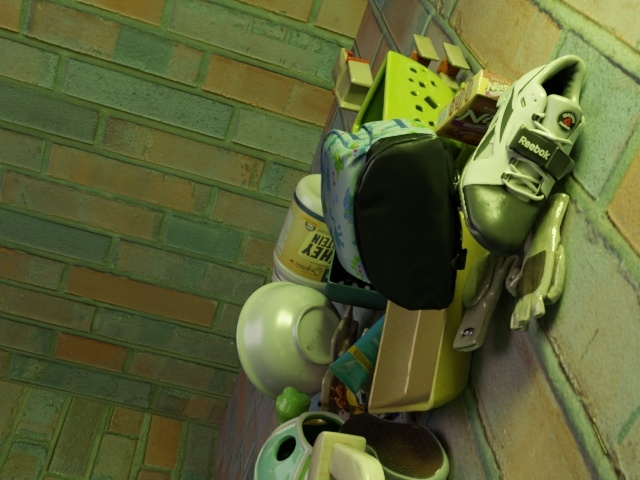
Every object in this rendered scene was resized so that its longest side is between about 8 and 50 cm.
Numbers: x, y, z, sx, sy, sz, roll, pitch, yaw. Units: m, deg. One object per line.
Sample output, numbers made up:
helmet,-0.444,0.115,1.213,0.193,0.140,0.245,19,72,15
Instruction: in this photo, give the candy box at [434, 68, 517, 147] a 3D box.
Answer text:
candy box,0.286,-0.225,1.427,0.187,0.109,0.053,133,151,-69

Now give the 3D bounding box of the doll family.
doll family,0.089,0.274,1.712,0.163,0.118,0.263,123,159,-59

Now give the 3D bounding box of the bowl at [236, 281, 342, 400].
bowl,-0.039,0.228,1.914,0.134,0.297,0.298,-22,50,48

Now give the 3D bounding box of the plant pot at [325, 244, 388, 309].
plant pot,0.096,0.069,1.878,0.234,0.165,0.166,111,171,-70

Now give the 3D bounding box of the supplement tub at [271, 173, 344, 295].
supplement tub,0.000,0.000,2.265,0.228,0.228,0.316,-94,21,-60

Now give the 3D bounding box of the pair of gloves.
pair of gloves,0.287,0.055,1.205,0.240,0.042,0.204,-43,27,59

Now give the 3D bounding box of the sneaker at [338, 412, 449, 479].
sneaker,0.145,0.386,1.414,0.106,0.123,0.290,-35,17,-18

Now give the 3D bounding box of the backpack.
backpack,0.113,-0.078,1.375,0.355,0.273,0.290,-67,-27,-64

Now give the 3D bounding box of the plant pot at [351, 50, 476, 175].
plant pot,0.188,-0.208,1.649,0.227,0.207,0.228,117,164,-49

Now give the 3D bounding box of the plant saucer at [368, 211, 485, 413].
plant saucer,0.196,0.149,1.449,0.333,0.080,0.333,138,147,-71

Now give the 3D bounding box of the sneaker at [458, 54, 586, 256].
sneaker,0.297,-0.135,1.155,0.146,0.122,0.331,-41,25,60

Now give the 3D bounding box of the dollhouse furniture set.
dollhouse furniture set,0.164,-0.340,1.820,0.135,0.259,0.262,-100,27,-44

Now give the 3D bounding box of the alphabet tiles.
alphabet tiles,0.046,0.301,1.858,0.284,0.021,0.278,-55,-27,-63

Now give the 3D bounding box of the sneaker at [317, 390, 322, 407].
sneaker,0.028,0.340,2.045,0.067,0.078,0.188,112,169,-52

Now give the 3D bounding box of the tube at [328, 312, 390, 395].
tube,0.110,0.205,1.617,0.207,0.080,0.052,-45,8,-16

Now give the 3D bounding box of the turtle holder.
turtle holder,-0.007,0.452,1.636,0.320,0.243,0.228,-67,-9,-64

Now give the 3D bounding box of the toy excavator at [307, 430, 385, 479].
toy excavator,0.083,0.449,1.155,0.433,0.222,0.445,123,156,-55
